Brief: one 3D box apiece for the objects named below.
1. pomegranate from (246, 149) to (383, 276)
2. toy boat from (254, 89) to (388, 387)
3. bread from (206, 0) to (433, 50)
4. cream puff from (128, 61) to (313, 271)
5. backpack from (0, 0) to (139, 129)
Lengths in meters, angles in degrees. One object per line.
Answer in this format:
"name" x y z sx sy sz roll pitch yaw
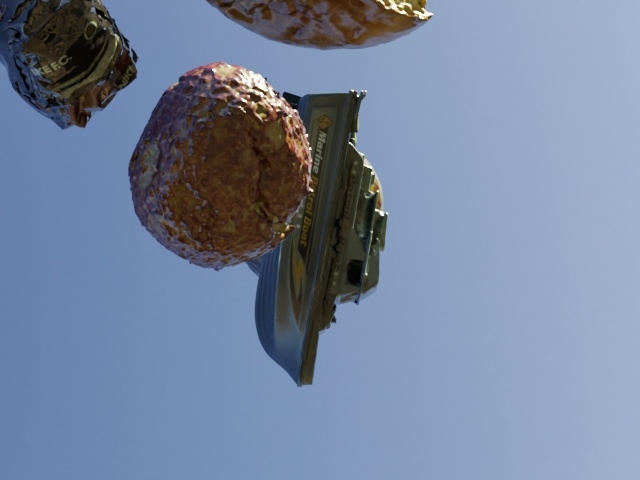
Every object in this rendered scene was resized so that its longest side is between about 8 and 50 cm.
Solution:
"pomegranate" -0.035 -0.055 1.684 0.214 0.248 0.214 -43 -8 -8
"toy boat" 0.003 -0.001 1.309 0.114 0.122 0.296 84 -167 -84
"bread" -0.043 -0.334 1.452 0.340 0.179 0.194 26 -118 -19
"cream puff" -0.059 -0.048 0.915 0.149 0.084 0.149 -18 -62 -38
"backpack" -0.239 -0.178 1.222 0.120 0.106 0.165 -48 -18 -4
